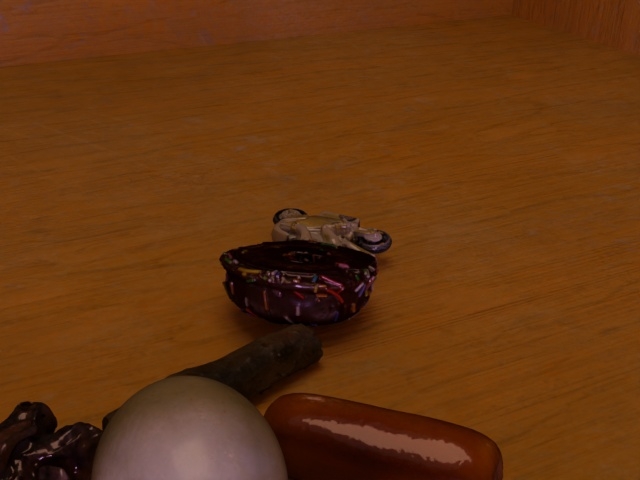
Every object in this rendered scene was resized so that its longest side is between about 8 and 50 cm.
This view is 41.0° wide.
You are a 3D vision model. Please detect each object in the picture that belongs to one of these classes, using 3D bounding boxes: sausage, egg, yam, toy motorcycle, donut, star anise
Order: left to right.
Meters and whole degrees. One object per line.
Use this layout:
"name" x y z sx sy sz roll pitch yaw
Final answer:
"star anise" -0.344 0.239 0.912 0.214 0.099 0.220 15 30 17
"egg" -0.127 0.233 0.834 0.186 0.187 0.253 -9 29 -20
"yam" -0.125 0.179 1.073 0.317 0.067 0.071 -22 21 -40
"donut" -0.031 0.060 1.255 0.234 0.089 0.235 5 12 -1
"toy motorcycle" 0.000 0.000 1.430 0.228 0.074 0.151 18 34 26
"sausage" 0.062 0.234 0.941 0.274 0.105 0.105 10 28 16
